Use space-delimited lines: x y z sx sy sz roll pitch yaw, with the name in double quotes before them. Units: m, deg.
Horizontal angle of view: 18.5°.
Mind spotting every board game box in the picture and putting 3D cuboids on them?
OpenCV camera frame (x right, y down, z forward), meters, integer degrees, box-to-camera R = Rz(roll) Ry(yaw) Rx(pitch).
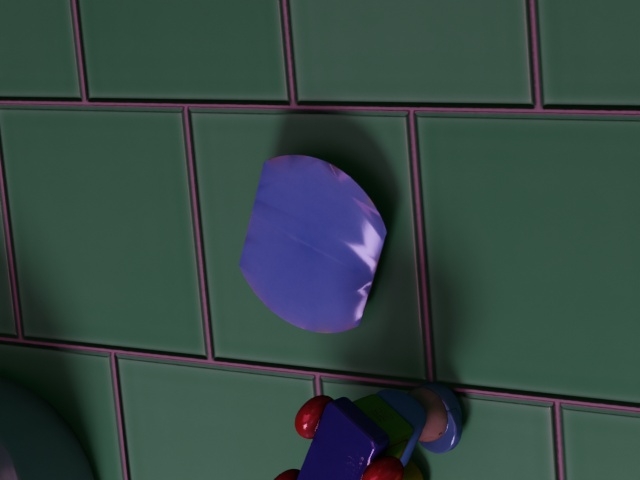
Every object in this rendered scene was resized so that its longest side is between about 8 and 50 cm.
"board game box" 0.000 0.000 1.764 0.133 0.033 0.168 27 122 21

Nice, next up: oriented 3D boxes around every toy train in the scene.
"toy train" 0.033 0.236 1.743 0.105 0.143 0.248 41 128 29

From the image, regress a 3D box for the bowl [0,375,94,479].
"bowl" -0.387 0.270 1.938 0.312 0.163 0.311 -1 79 4
